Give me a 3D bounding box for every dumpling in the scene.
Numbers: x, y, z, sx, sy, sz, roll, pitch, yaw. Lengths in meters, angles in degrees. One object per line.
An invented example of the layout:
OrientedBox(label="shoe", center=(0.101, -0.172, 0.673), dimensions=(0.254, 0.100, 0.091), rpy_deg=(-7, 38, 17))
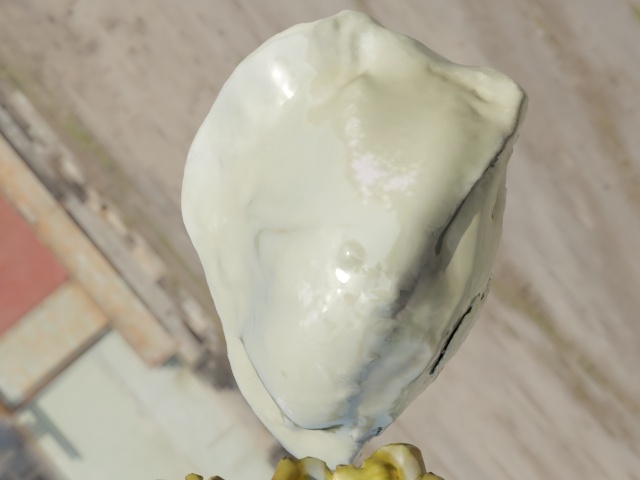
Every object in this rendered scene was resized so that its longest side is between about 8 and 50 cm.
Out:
OrientedBox(label="dumpling", center=(0.000, 0.000, 1.363), dimensions=(0.243, 0.318, 0.187), rpy_deg=(31, -165, 10))

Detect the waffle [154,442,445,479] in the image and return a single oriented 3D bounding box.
OrientedBox(label="waffle", center=(-0.007, 0.240, 0.899), dimensions=(0.329, 0.329, 0.062), rpy_deg=(47, 160, 23))
